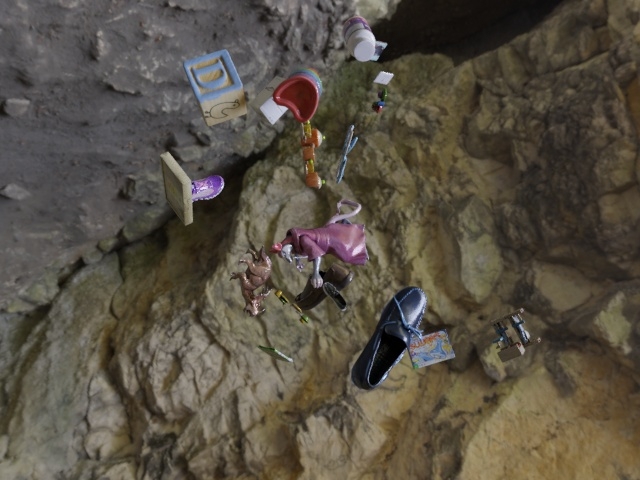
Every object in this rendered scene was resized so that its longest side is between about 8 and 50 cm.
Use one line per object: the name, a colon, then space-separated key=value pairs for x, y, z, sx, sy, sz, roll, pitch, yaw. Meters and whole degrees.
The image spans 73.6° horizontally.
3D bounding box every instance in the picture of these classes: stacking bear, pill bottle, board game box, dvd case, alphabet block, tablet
stacking bear: x=-0.069 y=-0.637 z=1.778 sx=0.164 sy=0.175 sz=0.289 roll=-44 pitch=-161 yaw=29
pill bottle: x=0.151 y=-0.774 z=1.651 sx=0.108 sy=0.193 sz=0.108 roll=-5 pitch=139 yaw=-4
board game box: x=0.513 y=0.511 z=2.017 sx=0.201 sy=0.136 sz=0.035 roll=-16 pitch=164 yaw=-4
dvd case: x=0.221 y=-0.817 z=1.838 sx=0.120 sy=0.013 sz=0.087 roll=-10 pitch=153 yaw=-39
alphabet block: x=-0.426 y=-0.620 z=1.751 sx=0.193 sy=0.193 sz=0.197 roll=-20 pitch=168 yaw=-8
tablet: x=0.267 y=-0.687 z=1.813 sx=0.083 sy=0.006 sz=0.054 roll=-7 pitch=151 yaw=-39

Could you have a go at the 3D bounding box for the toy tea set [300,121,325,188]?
toy tea set: x=-0.026 y=-0.424 z=2.137 sx=0.124 sy=0.335 sz=0.200 roll=-6 pitch=-175 yaw=-3

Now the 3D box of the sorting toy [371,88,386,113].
sorting toy: x=0.227 y=-0.551 z=1.690 sx=0.042 sy=0.101 sz=0.061 roll=8 pitch=-141 yaw=-9

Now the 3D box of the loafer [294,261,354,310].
loafer: x=-0.004 y=0.195 z=1.931 sx=0.366 sy=0.130 sz=0.134 roll=-37 pitch=-172 yaw=36

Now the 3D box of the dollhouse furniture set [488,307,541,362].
dollhouse furniture set: x=0.687 y=0.333 z=1.526 sx=0.129 sy=0.129 sz=0.184 roll=-33 pitch=163 yaw=25

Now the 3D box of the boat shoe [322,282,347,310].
boat shoe: x=0.063 y=0.227 z=1.778 sx=0.049 sy=0.142 sz=0.040 roll=-27 pitch=159 yaw=-31

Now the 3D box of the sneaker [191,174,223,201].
sneaker: x=-0.539 y=-0.229 z=1.884 sx=0.237 sy=0.095 sz=0.104 roll=-24 pitch=169 yaw=-17

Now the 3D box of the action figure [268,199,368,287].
action figure: x=0.000 y=0.000 z=1.475 sx=0.370 sy=0.275 sz=0.248 roll=-1 pitch=-168 yaw=-34

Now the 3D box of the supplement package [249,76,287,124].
supplement package: x=-0.207 y=-0.626 z=1.914 sx=0.179 sy=0.105 sz=0.105 roll=-49 pitch=-138 yaw=-6

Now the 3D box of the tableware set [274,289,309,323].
tableware set: x=-0.102 y=0.230 z=1.473 sx=0.024 sy=0.154 sz=0.104 roll=-44 pitch=-176 yaw=-18

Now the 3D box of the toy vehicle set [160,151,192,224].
toy vehicle set: x=-0.563 y=-0.197 z=1.680 sx=0.035 sy=0.166 sz=0.266 roll=-30 pitch=159 yaw=-29

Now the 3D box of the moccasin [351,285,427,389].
moccasin: x=0.222 y=0.286 z=1.231 sx=0.342 sy=0.138 sz=0.117 roll=-60 pitch=-172 yaw=-15

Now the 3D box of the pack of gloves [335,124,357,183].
pack of gloves: x=0.113 y=-0.350 z=1.754 sx=0.046 sy=0.232 sz=0.195 roll=14 pitch=-154 yaw=-5

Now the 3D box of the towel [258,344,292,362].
towel: x=-0.210 y=0.531 z=2.016 sx=0.113 sy=0.152 sz=0.023 roll=0 pitch=-123 yaw=35

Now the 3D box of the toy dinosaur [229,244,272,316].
toy dinosaur: x=-0.273 y=0.159 z=1.848 sx=0.295 sy=0.200 sz=0.127 roll=-58 pitch=-176 yaw=10
